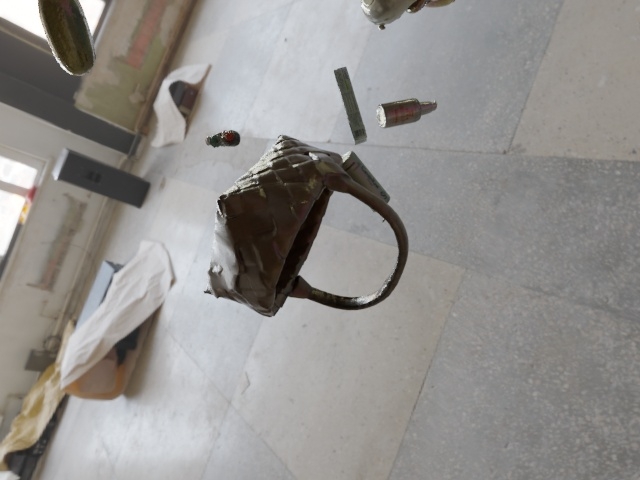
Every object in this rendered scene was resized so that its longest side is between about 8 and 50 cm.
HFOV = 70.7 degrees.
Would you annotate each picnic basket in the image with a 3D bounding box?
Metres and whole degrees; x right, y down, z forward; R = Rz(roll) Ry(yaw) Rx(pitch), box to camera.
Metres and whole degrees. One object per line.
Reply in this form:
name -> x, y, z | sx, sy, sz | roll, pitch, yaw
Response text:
picnic basket -> 0.000, 0.000, 0.800 | 0.337, 0.336, 0.293 | -114, 32, -41

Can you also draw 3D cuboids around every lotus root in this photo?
lotus root -> -0.481, -0.406, 0.849 | 0.090, 0.077, 0.183 | -122, 23, -52

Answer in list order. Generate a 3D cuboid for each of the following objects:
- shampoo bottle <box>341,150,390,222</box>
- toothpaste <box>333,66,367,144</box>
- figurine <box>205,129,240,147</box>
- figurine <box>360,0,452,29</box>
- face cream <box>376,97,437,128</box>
shampoo bottle -> 0.158, -0.179, 1.526 | 0.085, 0.262, 0.085 | -38, 20, 16
toothpaste -> 0.135, -0.607, 2.034 | 0.067, 0.081, 0.337 | -16, 86, 3
figurine -> -0.267, -0.276, 1.226 | 0.105, 0.060, 0.047 | 1, 90, 31
figurine -> 0.341, -0.860, 1.573 | 0.274, 0.393, 0.227 | 47, 144, 45
face cream -> 0.361, -0.528, 1.840 | 0.101, 0.251, 0.101 | 167, 90, -79
